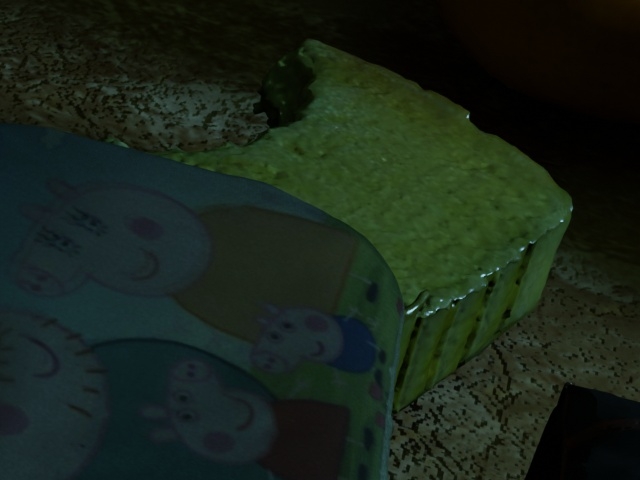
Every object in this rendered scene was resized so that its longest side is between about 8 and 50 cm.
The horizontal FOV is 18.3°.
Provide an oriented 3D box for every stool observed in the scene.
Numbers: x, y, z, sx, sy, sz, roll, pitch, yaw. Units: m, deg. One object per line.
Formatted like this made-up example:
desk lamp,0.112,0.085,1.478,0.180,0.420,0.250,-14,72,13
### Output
stool,-0.136,0.120,0.873,0.310,0.226,0.310,14,33,0

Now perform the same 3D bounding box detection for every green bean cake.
green bean cake,0.000,0.000,1.174,0.233,0.124,0.236,32,39,24

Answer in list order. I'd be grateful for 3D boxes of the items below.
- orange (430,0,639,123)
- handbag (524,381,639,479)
orange,0.235,-0.294,1.432,0.424,0.424,0.326,-2,11,-21
handbag,0.175,0.177,0.953,0.169,0.155,0.215,20,31,2
